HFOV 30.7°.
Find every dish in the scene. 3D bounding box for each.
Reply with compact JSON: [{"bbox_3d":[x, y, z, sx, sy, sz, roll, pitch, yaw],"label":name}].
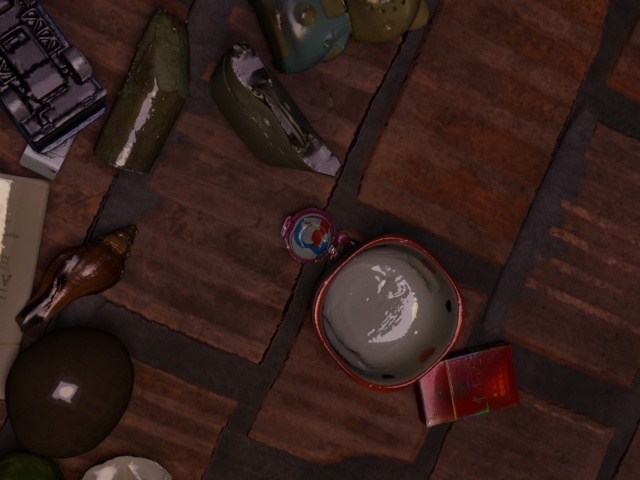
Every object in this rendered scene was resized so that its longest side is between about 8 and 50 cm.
[{"bbox_3d":[0.099,0.114,1.925,0.256,0.117,0.256,-1,95,-13],"label":"dish"}]

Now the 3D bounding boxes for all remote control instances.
[{"bbox_3d":[-0.408,-0.181,1.823,0.065,0.029,0.166,26,84,-9],"label":"remote control"}]

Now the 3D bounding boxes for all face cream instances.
[{"bbox_3d":[-0.529,0.064,1.786,0.173,0.081,0.349,11,92,-15],"label":"face cream"}]

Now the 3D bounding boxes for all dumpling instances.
[{"bbox_3d":[-0.322,0.460,1.845,0.162,0.132,0.250,17,91,-18],"label":"dumpling"}]

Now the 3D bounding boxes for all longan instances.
[{"bbox_3d":[-0.386,0.229,1.783,0.198,0.198,0.212,34,103,-14],"label":"longan"}]

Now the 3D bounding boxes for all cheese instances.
[{"bbox_3d":[0.000,0.000,1.931,0.145,0.038,0.095,21,92,-26],"label":"cheese"}]

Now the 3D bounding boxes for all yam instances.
[{"bbox_3d":[-0.262,-0.231,1.819,0.106,0.106,0.259,24,90,-14],"label":"yam"}]

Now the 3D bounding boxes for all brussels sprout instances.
[{"bbox_3d":[-0.453,0.402,1.784,0.143,0.181,0.161,-36,112,1],"label":"brussels sprout"}]

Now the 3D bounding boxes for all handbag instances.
[{"bbox_3d":[-0.061,-0.199,1.758,0.109,0.315,0.241,-41,103,-9],"label":"handbag"}]

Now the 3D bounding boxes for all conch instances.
[{"bbox_3d":[-0.372,0.050,1.807,0.232,0.080,0.086,-27,78,-31],"label":"conch"}]

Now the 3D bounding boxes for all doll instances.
[{"bbox_3d":[0.032,-0.380,1.845,0.260,0.161,0.177,-23,98,-8],"label":"doll"}]

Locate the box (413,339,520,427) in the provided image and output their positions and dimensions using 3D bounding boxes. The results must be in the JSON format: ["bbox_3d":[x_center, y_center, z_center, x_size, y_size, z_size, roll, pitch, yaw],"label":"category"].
[{"bbox_3d":[0.248,0.245,2.007,0.175,0.048,0.112,-13,98,-12],"label":"box"}]

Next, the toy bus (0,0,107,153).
[{"bbox_3d":[-0.446,-0.284,1.715,0.138,0.175,0.288,-36,94,-9],"label":"toy bus"}]
